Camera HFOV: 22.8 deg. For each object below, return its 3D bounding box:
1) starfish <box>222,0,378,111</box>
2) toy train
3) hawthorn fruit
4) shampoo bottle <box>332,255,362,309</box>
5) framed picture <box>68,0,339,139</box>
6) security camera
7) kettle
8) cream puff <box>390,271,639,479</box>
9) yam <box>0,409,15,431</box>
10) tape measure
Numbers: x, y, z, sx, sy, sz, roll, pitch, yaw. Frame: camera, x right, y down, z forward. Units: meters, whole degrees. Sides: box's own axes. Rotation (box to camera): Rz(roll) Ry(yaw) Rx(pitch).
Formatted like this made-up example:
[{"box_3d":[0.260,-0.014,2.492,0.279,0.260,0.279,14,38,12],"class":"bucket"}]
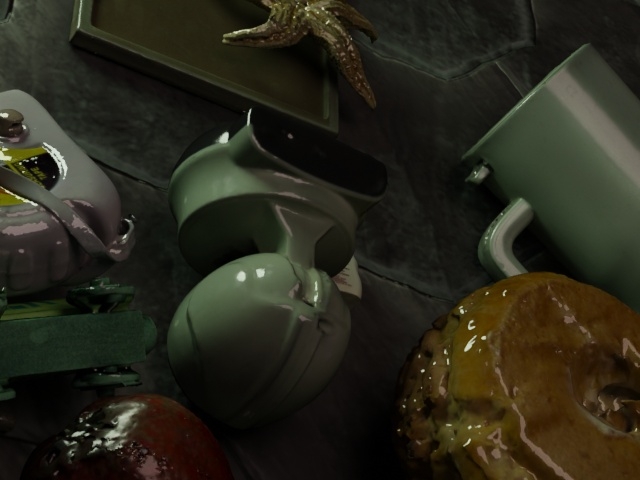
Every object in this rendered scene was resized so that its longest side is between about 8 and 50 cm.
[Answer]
[{"box_3d":[-0.027,-0.264,1.827,0.277,0.062,0.236,35,37,-2],"class":"starfish"},{"box_3d":[-0.264,0.089,1.321,0.253,0.157,0.105,-5,88,-50],"class":"toy train"},{"box_3d":[-0.134,0.235,1.293,0.235,0.181,0.181,50,39,-21],"class":"hawthorn fruit"},{"box_3d":[0.000,0.000,1.673,0.077,0.045,0.152,11,53,-28],"class":"shampoo bottle"},{"box_3d":[-0.123,-0.334,1.860,0.326,0.028,0.446,21,47,-23],"class":"framed picture"},{"box_3d":[-0.053,0.042,1.497,0.197,0.191,0.277,23,49,-29],"class":"security camera"},{"box_3d":[0.329,-0.037,1.842,0.318,0.205,0.265,48,40,1],"class":"kettle"},{"box_3d":[0.216,0.202,1.537,0.327,0.231,0.343,29,48,-14],"class":"cream puff"},{"box_3d":[-0.313,0.139,1.341,0.116,0.021,0.021,20,47,-22],"class":"yam"},{"box_3d":[-0.288,-0.033,1.403,0.197,0.120,0.236,-17,43,-34],"class":"tape measure"}]
